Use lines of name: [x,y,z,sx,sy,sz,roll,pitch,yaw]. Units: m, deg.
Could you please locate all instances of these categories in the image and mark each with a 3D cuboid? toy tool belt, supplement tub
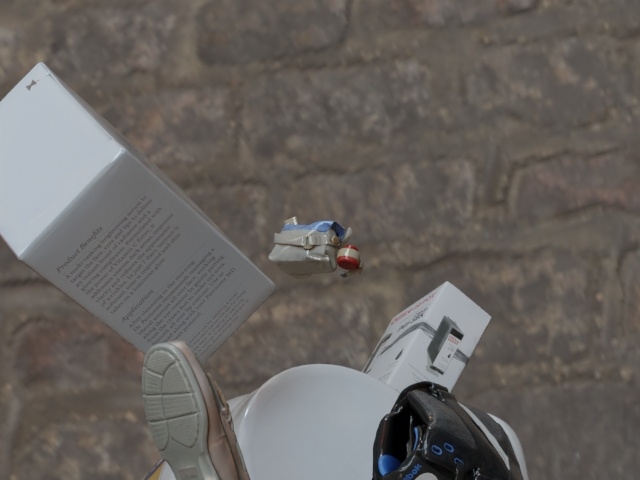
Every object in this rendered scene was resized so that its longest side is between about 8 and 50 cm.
toy tool belt: [0.000,0.000,1.426,0.083,0.052,0.051,-3,59,32]
supplement tub: [-0.051,0.253,1.266,0.316,0.228,0.228,-48,39,40]

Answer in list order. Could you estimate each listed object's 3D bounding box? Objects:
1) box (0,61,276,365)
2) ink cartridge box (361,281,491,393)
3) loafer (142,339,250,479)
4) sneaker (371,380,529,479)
box: [-0.132,-0.010,1.077,0.091,0.170,0.130,-46,44,0]
ink cartridge box: [0.079,0.113,1.479,0.056,0.099,0.135,40,52,-9]
loafer: [-0.065,0.112,0.950,0.045,0.125,0.039,-8,11,39]
sneaker: [0.091,0.180,1.033,0.079,0.121,0.217,-44,43,19]
